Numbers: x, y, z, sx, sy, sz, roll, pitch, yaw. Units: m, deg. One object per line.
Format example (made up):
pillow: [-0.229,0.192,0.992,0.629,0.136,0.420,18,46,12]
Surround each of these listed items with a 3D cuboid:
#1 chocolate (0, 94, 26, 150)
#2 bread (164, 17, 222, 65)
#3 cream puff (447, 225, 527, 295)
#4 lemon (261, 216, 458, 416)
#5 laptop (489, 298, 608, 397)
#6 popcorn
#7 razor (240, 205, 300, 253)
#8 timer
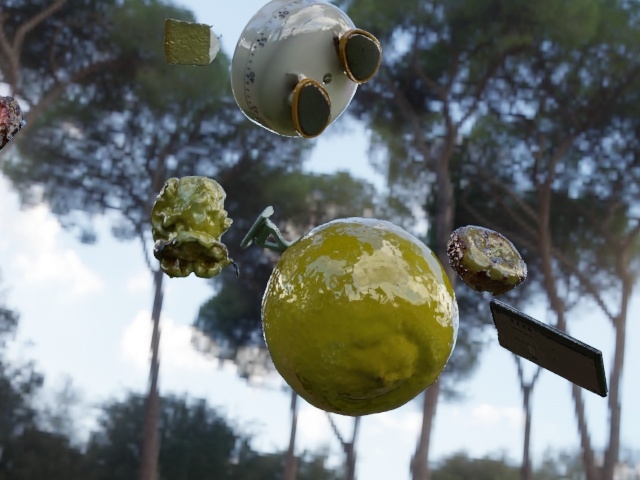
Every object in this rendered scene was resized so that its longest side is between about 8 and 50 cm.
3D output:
chocolate: [-0.546,-0.192,2.009,0.133,0.127,0.124,46,16,-9]
bread: [-0.203,-0.336,2.089,0.084,0.080,0.109,8,28,6]
cream puff: [0.283,0.041,2.214,0.149,0.149,0.084,15,-58,-22]
lemon: [0.063,0.121,2.108,0.348,0.348,0.348,7,-17,2]
laptop: [0.321,0.153,1.797,0.180,0.016,0.129,25,-23,31]
popcorn: [-0.232,-0.025,2.356,0.173,0.195,0.168,34,-74,-30]
razor: [0.002,0.009,2.351,0.278,0.056,0.111,12,-35,-20]
timer: [-0.050,-0.290,2.096,0.240,0.233,0.233,29,-1,40]
